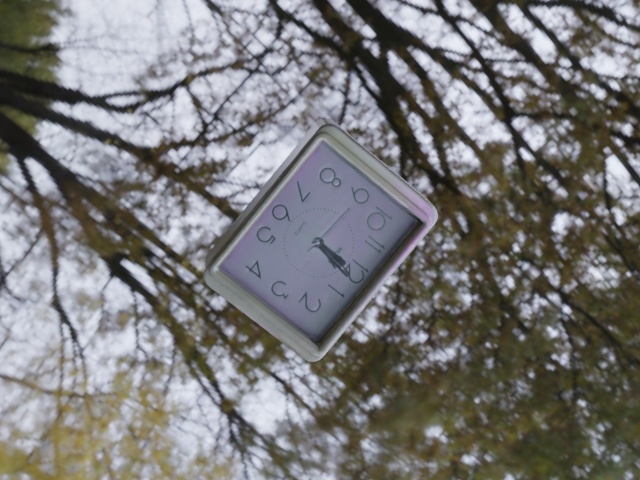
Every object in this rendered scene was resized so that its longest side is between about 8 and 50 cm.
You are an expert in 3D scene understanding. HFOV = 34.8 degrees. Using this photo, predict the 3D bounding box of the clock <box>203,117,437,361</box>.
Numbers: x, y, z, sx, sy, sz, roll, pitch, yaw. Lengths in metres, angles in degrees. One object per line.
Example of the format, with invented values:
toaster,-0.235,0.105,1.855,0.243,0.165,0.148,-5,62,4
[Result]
clock,0.000,0.000,0.972,0.192,0.147,0.071,-50,-170,5
